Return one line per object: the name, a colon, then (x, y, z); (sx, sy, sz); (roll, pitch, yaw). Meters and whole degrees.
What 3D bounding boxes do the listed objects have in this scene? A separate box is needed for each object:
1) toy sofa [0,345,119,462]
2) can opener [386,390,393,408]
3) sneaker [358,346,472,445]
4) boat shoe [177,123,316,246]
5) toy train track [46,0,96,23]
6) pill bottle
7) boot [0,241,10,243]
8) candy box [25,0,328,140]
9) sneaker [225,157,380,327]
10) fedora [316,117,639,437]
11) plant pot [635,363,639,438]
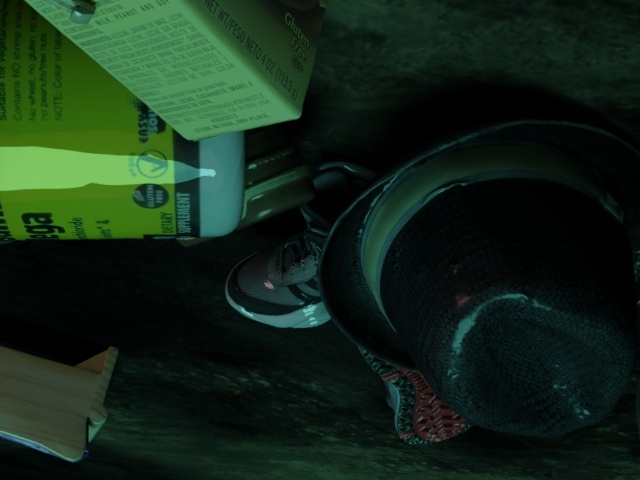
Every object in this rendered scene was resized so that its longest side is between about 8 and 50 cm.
toy sofa: (-0.485, 0.203, 1.491); (0.362, 0.177, 0.150); (18, 153, -14)
can opener: (0.208, 0.152, 1.202); (0.280, 0.093, 0.074); (-15, 142, 35)
sneaker: (0.103, 0.115, 1.123); (0.104, 0.125, 0.262); (-21, 133, 4)
boat shoe: (-0.079, -0.059, 0.920); (0.095, 0.095, 0.257); (-24, -176, -26)
toy train track: (-0.144, -0.118, 0.477); (0.083, 0.014, 0.048); (23, 154, -21)
pill bottle: (-0.220, -0.092, 0.702); (0.333, 0.188, 0.188); (-1, 154, -6)
boot: (-0.304, -0.105, 0.895); (0.264, 0.096, 0.280); (-1, 150, 26)
candy box: (-0.109, -0.211, 0.503); (0.087, 0.183, 0.316); (-8, 147, 34)
sneaker: (0.000, 0.000, 0.975); (0.268, 0.101, 0.153); (-11, 145, 28)
fedora: (0.160, 0.061, 0.856); (0.334, 0.152, 0.334); (-6, 138, -6)
plant pot: (0.353, 0.017, 0.632); (0.341, 0.341, 0.334); (0, 144, 23)
